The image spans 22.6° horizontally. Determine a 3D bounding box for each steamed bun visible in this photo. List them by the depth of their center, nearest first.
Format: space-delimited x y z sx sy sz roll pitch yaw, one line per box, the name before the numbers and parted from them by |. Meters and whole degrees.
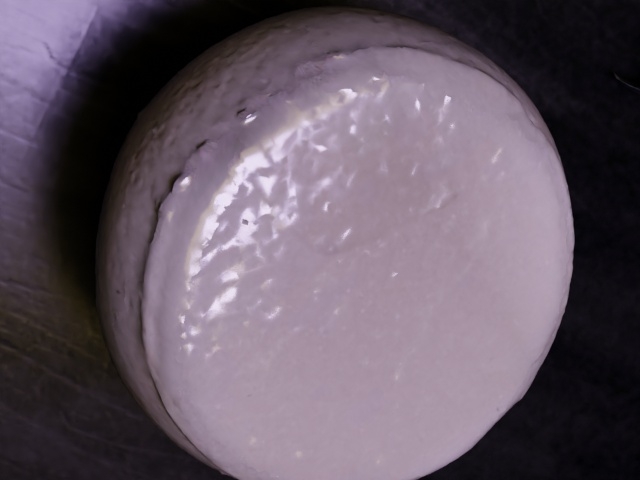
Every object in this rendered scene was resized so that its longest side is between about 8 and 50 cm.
steamed bun | 0.000 0.000 0.936 0.283 0.177 0.283 -7 110 -20

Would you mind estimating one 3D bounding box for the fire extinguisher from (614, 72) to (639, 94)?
fire extinguisher | 0.382 -0.186 1.014 0.376 0.200 0.113 -46 142 1
